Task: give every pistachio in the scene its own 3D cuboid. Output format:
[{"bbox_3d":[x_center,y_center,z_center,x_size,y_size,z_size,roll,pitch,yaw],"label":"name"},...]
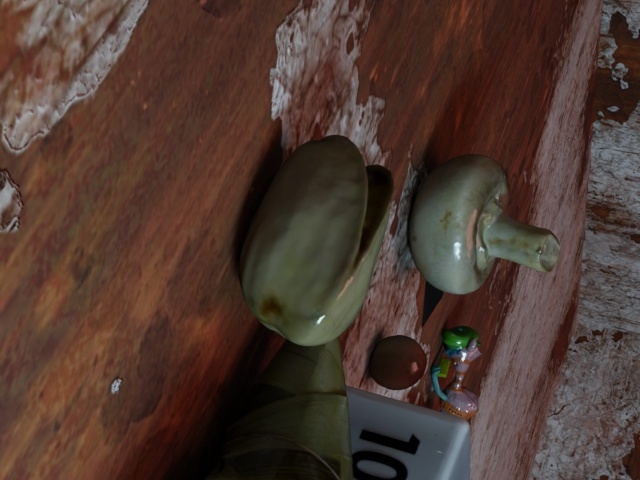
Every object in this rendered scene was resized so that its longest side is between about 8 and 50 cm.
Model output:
[{"bbox_3d":[0.000,0.000,0.993,0.129,0.131,0.206,37,66,-39],"label":"pistachio"}]

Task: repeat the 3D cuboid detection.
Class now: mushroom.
[{"bbox_3d":[0.237,-0.015,1.509,0.207,0.215,0.207,-40,139,-47],"label":"mushroom"}]

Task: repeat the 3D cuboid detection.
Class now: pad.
[{"bbox_3d":[0.191,0.051,1.733,0.112,0.003,0.157,-48,145,-54],"label":"pad"}]

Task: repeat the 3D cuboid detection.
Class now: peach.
[{"bbox_3d":[0.110,0.174,1.487,0.083,0.083,0.083,13,90,-70],"label":"peach"}]

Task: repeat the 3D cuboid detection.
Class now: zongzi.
[{"bbox_3d":[-0.022,0.252,1.093,0.289,0.154,0.317,91,16,-50],"label":"zongzi"}]

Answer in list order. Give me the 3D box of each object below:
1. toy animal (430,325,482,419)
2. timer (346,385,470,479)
[{"bbox_3d":[0.234,0.258,1.882,0.103,0.100,0.208,-4,115,-28],"label":"toy animal"},{"bbox_3d":[0.062,0.313,1.268,0.194,0.195,0.192,81,29,-44],"label":"timer"}]
